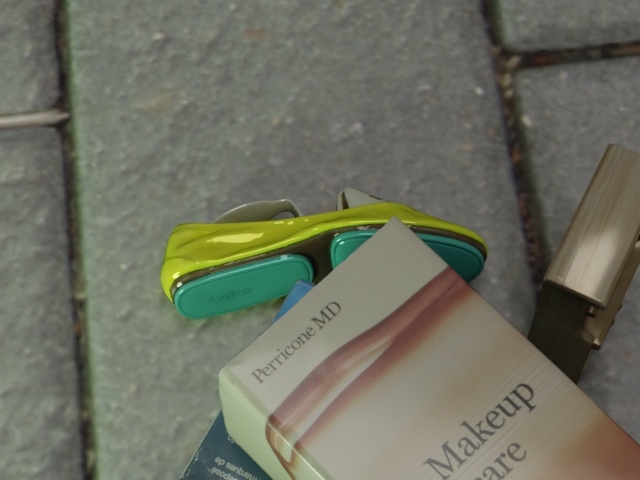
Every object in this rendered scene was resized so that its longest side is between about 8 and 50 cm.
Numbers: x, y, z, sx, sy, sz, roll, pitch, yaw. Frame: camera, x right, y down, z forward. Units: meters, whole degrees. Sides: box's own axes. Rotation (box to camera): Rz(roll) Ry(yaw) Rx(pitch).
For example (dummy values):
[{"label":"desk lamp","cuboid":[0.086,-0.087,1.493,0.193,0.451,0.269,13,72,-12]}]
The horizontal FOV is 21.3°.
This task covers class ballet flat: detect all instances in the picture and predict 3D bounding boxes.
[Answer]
[{"label":"ballet flat","cuboid":[0.000,0.000,1.202,0.230,0.077,0.077,-8,49,-1]}]

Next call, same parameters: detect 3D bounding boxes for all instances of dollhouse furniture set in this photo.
[{"label":"dollhouse furniture set","cuboid":[0.269,0.062,1.118,0.242,0.161,0.212,24,68,11]}]

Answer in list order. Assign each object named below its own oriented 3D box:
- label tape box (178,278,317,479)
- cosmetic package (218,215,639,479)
[{"label":"label tape box","cuboid":[0.011,0.227,1.076,0.240,0.106,0.334,27,69,11]},{"label":"cosmetic package","cuboid":[0.094,0.149,0.983,0.296,0.129,0.153,42,74,16]}]
